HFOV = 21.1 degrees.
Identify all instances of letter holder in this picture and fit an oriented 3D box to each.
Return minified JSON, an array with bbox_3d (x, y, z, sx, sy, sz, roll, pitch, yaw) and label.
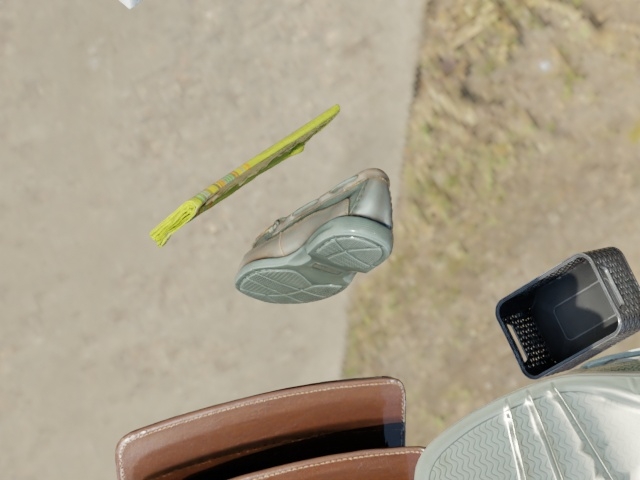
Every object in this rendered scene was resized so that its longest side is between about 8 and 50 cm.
[{"bbox_3d":[-0.030,0.269,1.653,0.301,0.152,0.214,-11,116,-18],"label":"letter holder"}]

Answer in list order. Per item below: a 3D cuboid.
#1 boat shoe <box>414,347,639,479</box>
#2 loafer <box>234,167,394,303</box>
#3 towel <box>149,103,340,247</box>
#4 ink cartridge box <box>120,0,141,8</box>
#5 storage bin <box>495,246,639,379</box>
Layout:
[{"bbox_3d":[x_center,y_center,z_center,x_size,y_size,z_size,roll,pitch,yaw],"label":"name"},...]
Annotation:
[{"bbox_3d":[0.211,0.111,0.977,0.320,0.118,0.103,-22,174,17],"label":"boat shoe"},{"bbox_3d":[0.000,0.000,1.761,0.096,0.084,0.267,23,156,-23],"label":"loafer"},{"bbox_3d":[-0.076,-0.070,1.828,0.237,0.021,0.102,-36,-179,-37],"label":"towel"},{"bbox_3d":[-0.186,-0.288,1.479,0.063,0.109,0.150,-44,162,-19],"label":"ink cartridge box"},{"bbox_3d":[0.342,0.099,2.326,0.180,0.122,0.084,-35,163,37],"label":"storage bin"}]
